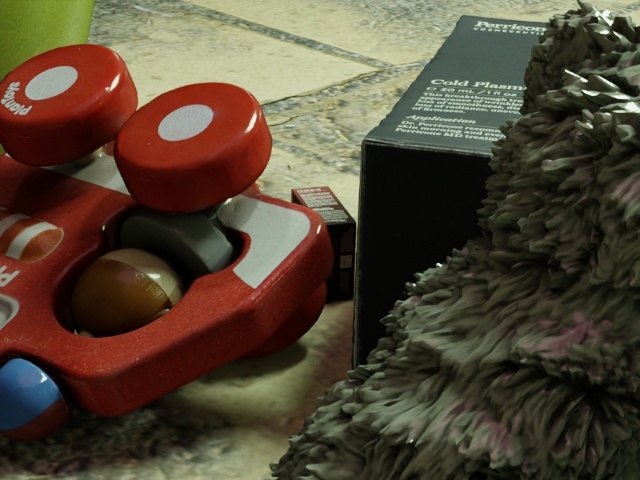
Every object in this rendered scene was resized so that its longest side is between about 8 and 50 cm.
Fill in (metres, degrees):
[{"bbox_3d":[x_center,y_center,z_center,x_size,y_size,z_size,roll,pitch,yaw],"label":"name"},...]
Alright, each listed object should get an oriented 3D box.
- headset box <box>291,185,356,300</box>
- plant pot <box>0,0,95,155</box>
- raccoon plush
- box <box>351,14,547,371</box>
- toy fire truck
[{"bbox_3d":[0.000,0.000,1.139,0.032,0.062,0.083,-5,25,-16],"label":"headset box"},{"bbox_3d":[-0.297,-0.157,1.197,0.275,0.293,0.274,1,24,-1],"label":"plant pot"},{"bbox_3d":[0.061,0.071,0.678,0.216,0.299,0.446,21,30,38],"label":"raccoon plush"},{"bbox_3d":[0.226,-0.019,1.048,0.343,0.178,0.312,8,25,15],"label":"box"},{"bbox_3d":[-0.154,0.021,1.001,0.302,0.169,0.254,19,53,37],"label":"toy fire truck"}]
